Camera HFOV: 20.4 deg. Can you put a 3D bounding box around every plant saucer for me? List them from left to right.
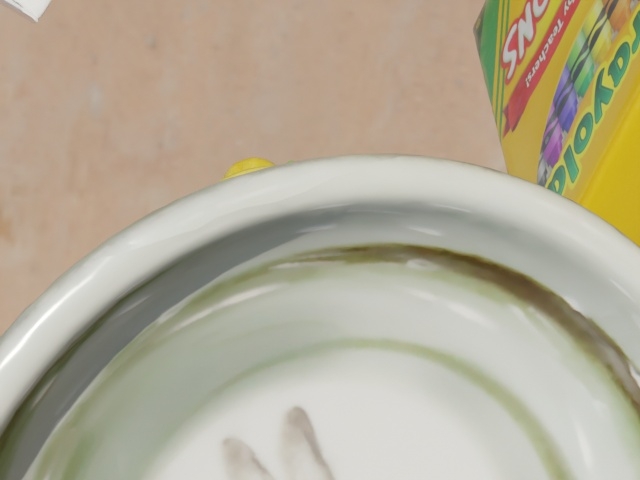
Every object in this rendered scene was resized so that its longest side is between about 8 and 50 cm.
[{"bbox_3d":[0.004,0.156,0.790,0.100,0.400,0.400,-156,75,-69],"label":"plant saucer"}]

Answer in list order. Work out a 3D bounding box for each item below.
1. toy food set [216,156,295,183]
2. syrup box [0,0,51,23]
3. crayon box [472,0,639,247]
[{"bbox_3d":[0.000,0.000,1.348,0.128,0.218,0.071,-45,28,28],"label":"toy food set"},{"bbox_3d":[-0.150,-0.254,1.069,0.237,0.093,0.096,-58,14,2],"label":"syrup box"},{"bbox_3d":[0.169,-0.105,0.923,0.318,0.081,0.202,-96,25,-54],"label":"crayon box"}]
